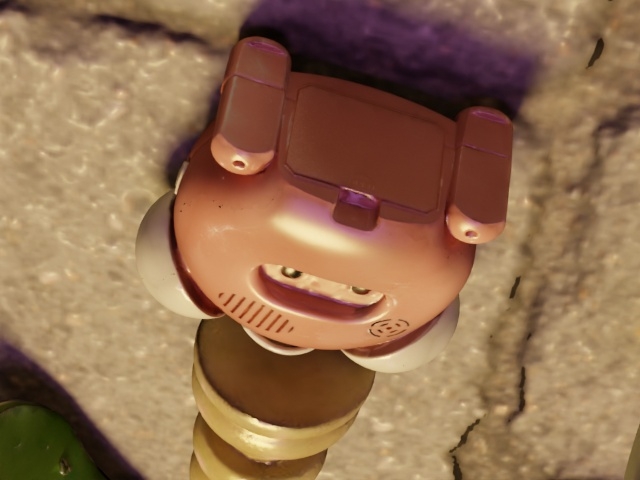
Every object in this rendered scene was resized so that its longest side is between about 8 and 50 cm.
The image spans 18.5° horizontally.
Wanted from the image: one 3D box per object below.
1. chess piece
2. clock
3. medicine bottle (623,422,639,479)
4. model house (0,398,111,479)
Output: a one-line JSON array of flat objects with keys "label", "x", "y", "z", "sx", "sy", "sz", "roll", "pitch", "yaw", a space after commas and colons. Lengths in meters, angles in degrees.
[{"label": "chess piece", "x": -0.032, "y": 0.099, "z": 1.070, "sx": 0.094, "sy": 0.094, "sz": 0.170, "roll": 13, "pitch": 147, "yaw": -4}, {"label": "clock", "x": 0.000, "y": 0.000, "z": 0.939, "sx": 0.166, "sy": 0.092, "sz": 0.162, "roll": 16, "pitch": 142, "yaw": -8}, {"label": "medicine bottle", "x": 0.295, "y": 0.126, "z": 0.901, "sx": 0.241, "sy": 0.252, "sz": 0.252, "roll": 21, "pitch": 138, "yaw": -15}, {"label": "model house", "x": -0.197, "y": 0.236, "z": 1.187, "sx": 0.154, "sy": 0.207, "sz": 0.294, "roll": 0, "pitch": 144, "yaw": 37}]
